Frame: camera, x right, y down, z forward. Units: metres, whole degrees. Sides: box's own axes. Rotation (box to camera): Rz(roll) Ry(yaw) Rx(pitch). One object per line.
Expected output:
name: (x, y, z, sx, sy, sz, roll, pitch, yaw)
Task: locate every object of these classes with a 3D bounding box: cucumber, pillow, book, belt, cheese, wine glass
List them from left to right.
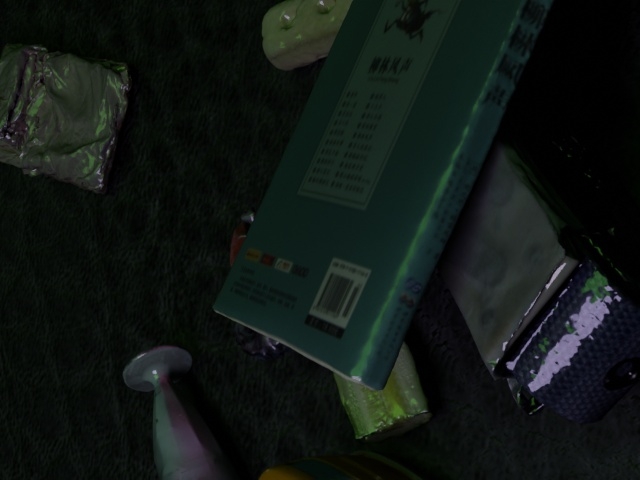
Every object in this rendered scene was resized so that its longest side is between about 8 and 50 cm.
pillow: (-0.279, -0.130, 1.583, 0.248, 0.049, 0.135, 17, 89, 44)
wine glass: (-0.119, 0.167, 1.323, 0.073, 0.073, 0.155, -46, 51, 29)
cheese: (0.025, -0.192, 1.283, 0.194, 0.043, 0.064, -18, 59, 44)
cucumber: (0.046, 0.100, 1.193, 0.067, 0.035, 0.107, -28, 58, 18)
book: (0.053, -0.097, 1.095, 0.379, 0.031, 0.264, -65, 26, -2)
belt: (0.142, 0.013, 1.037, 0.126, 0.140, 0.230, -51, 43, 26)

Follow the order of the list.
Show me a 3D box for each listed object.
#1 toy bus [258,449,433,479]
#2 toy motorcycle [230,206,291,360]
toy bus: (-0.001, 0.259, 1.131, 0.126, 0.136, 0.209, 24, 100, 47)
toy motorcycle: (0.000, 0.000, 1.234, 0.212, 0.084, 0.118, -39, 53, 25)
